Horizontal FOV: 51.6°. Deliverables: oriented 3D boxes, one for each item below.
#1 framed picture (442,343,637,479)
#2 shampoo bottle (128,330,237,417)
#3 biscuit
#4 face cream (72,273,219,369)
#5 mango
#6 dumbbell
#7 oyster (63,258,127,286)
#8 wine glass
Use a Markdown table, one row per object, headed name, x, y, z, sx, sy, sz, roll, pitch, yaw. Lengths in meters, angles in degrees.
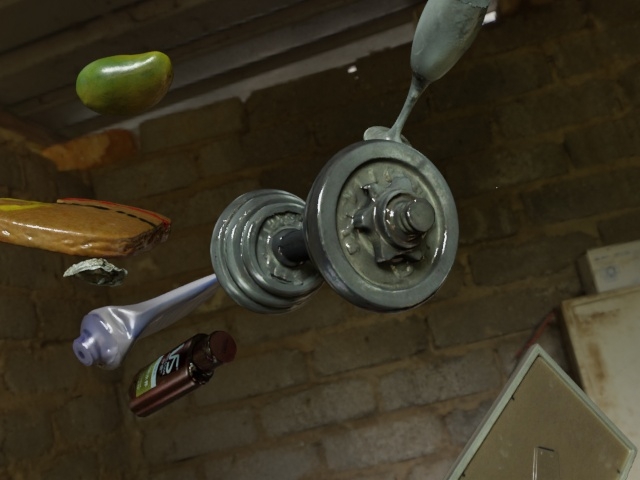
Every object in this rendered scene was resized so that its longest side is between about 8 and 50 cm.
| name | x | y | z | sx | sy | sz | roll | pitch | yaw |
| --- | --- | --- | --- | --- | --- | --- | --- | --- | --- |
| framed picture | 0.287 | 0.305 | 0.856 | 0.289 | 0.211 | 0.020 | -44 | -1 | -33 |
| shampoo bottle | -0.310 | 0.289 | 1.462 | 0.084 | 0.129 | 0.323 | 33 | -46 | -27 |
| biscuit | -0.375 | -0.035 | 0.999 | 0.262 | 0.052 | 0.277 | 12 | 9 | 5 |
| face cream | -0.390 | 0.174 | 1.568 | 0.420 | 0.137 | 0.235 | -28 | -11 | -46 |
| mango | -0.372 | -0.296 | 1.273 | 0.190 | 0.086 | 0.122 | -6 | -45 | 2 |
| dumbbell | 0.000 | 0.000 | 0.782 | 0.179 | 0.179 | 0.406 | -8 | -3 | -28 |
| oyster | -0.441 | 0.063 | 1.311 | 0.100 | 0.037 | 0.098 | 26 | -43 | -36 |
| wine glass | 0.251 | -0.257 | 1.122 | 0.264 | 0.096 | 0.310 | 13 | -46 | -14 |
